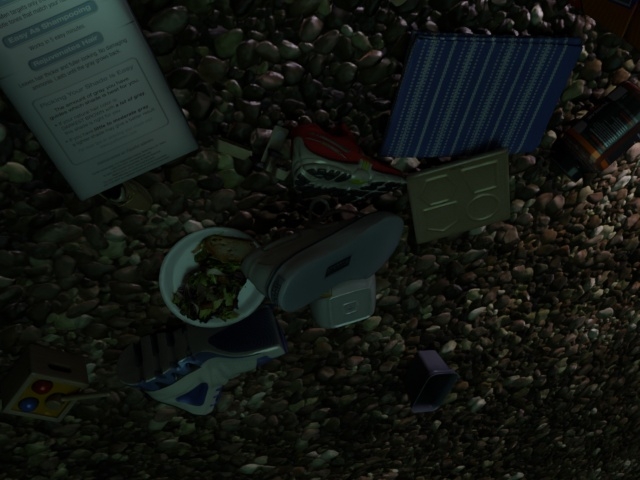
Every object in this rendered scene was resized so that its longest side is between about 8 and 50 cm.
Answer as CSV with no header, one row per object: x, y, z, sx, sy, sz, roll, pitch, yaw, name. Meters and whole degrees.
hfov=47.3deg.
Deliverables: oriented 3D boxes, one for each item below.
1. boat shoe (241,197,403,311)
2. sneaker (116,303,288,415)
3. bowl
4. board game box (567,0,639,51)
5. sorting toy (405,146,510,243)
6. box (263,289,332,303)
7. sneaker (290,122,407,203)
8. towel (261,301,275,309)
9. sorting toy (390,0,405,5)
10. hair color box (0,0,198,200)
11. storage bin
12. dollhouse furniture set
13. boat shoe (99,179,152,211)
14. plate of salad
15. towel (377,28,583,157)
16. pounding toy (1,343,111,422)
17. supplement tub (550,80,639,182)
-0.003,0.008,1.305,0.367,0.156,0.135,-26,138,-45,boat shoe
-0.212,0.239,1.417,0.316,0.127,0.182,-17,140,4,sneaker
0.051,0.120,1.481,0.142,0.053,0.142,-14,133,-12,bowl
0.636,-0.454,1.037,0.357,0.356,0.356,-7,131,-20,board game box
0.265,-0.086,1.398,0.193,0.038,0.208,-15,139,1,sorting toy
-0.048,0.099,1.349,0.081,0.028,0.136,4,169,-32,box
0.052,-0.136,1.221,0.107,0.118,0.279,-20,163,32,sneaker
-0.097,0.098,1.406,0.067,0.029,0.119,22,117,-38,towel
0.106,-0.490,0.942,0.257,0.089,0.255,-43,133,14,sorting toy
-0.321,-0.247,0.939,0.185,0.113,0.374,-25,136,-4,hair color box
0.256,0.327,1.731,0.098,0.091,0.135,2,128,-27,storage bin
-0.101,-0.159,1.152,0.114,0.091,0.081,17,104,-32,dollhouse furniture set
-0.316,-0.076,1.137,0.050,0.045,0.135,-43,133,15,boat shoe
-0.185,0.072,1.299,0.200,0.048,0.199,-6,114,-14,plate of salad
0.278,-0.252,1.278,0.336,0.040,0.243,-4,132,-20,towel
-0.479,0.268,1.324,0.141,0.100,0.130,24,116,-38,pounding toy
0.537,-0.201,1.390,0.198,0.106,0.106,-43,133,14,supplement tub
